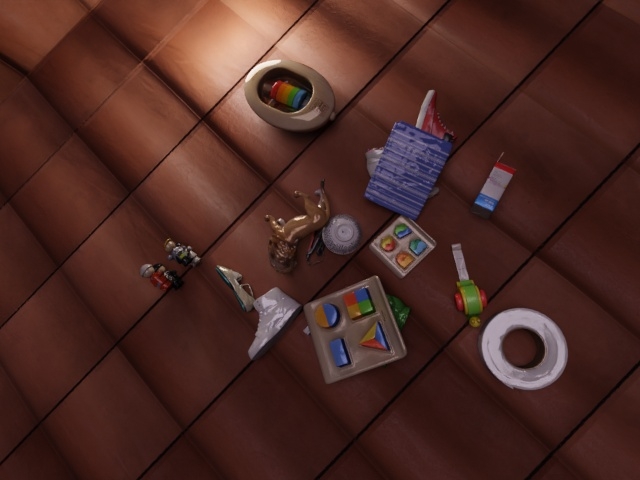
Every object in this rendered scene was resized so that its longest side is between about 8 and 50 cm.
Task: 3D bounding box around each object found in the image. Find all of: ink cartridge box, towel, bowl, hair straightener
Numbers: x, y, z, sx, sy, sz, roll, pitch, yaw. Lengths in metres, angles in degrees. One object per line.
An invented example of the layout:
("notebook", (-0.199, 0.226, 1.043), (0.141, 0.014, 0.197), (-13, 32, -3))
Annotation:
("ink cartridge box", (0.676, -0.209, 1.613), (0.078, 0.134, 0.230), (30, 87, 16))
("towel", (0.345, -0.279, 1.665), (0.243, 0.040, 0.335), (25, 104, 5))
("bowl", (0.094, -0.029, 1.703), (0.170, 0.080, 0.169), (0, 84, -2))
("hair straightener", (0.000, 0.000, 1.750), (0.089, 0.047, 0.230), (17, 77, 14))

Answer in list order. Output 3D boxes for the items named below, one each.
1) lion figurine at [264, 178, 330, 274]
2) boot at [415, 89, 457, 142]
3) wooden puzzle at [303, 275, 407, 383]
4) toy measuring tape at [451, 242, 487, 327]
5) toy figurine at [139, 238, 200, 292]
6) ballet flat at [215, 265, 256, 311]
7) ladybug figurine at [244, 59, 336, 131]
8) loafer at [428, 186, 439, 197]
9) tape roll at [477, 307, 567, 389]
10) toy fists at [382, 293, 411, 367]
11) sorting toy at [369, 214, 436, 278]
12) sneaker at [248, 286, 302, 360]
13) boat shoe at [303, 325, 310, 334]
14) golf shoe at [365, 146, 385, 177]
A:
("lion figurine", (-0.081, -0.055, 1.709), (0.392, 0.142, 0.240), (-42, 56, 17))
("boot", (0.495, -0.496, 1.735), (0.176, 0.088, 0.244), (15, 89, 12))
("wooden puzzle", (0.111, 0.334, 1.569), (0.348, 0.080, 0.321), (-26, 66, 17))
("toy measuring tape", (0.554, 0.163, 1.576), (0.122, 0.121, 0.329), (-11, 77, 9))
("toy figurine", (-0.639, 0.102, 1.776), (0.148, 0.213, 0.209), (37, 89, 2))
("ballet flat", (-0.353, 0.193, 1.779), (0.086, 0.086, 0.248), (-38, 76, 2))
("ladybug figurine", (-0.125, -0.619, 1.840), (0.450, 0.162, 0.305), (32, 86, 16))
("loafer", (0.425, -0.188, 1.715), (0.125, 0.039, 0.045), (-13, 44, 6))
("tape roll", (0.722, 0.389, 1.505), (0.287, 0.100, 0.285), (-2, 79, 10))
("toy fists", (0.235, 0.347, 1.613), (0.142, 0.096, 0.279), (23, 86, 19))
("sorting toy", (0.332, 0.020, 1.687), (0.208, 0.038, 0.193), (-44, 74, 1))
("sneaker", (-0.230, 0.332, 1.711), (0.169, 0.108, 0.292), (37, 78, 17))
("boat shoe", (-0.036, 0.338, 1.702), (0.035, 0.035, 0.100), (35, 94, 13))
("golf shoe", (0.340, -0.319, 1.729), (0.307, 0.115, 0.140), (0, 94, 13))
